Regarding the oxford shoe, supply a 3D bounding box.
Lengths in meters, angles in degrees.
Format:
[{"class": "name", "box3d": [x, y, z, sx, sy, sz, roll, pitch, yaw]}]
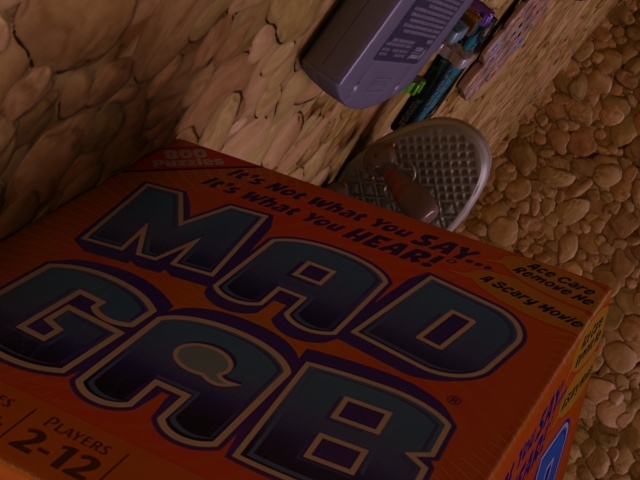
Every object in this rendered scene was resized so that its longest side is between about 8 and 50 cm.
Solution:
[{"class": "oxford shoe", "box3d": [0.094, -0.036, 1.591, 0.130, 0.169, 0.449, -38, 173, -44]}]

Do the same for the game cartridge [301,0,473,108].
[{"class": "game cartridge", "box3d": [0.079, -0.219, 1.096, 0.196, 0.060, 0.294, -57, 170, 15]}]

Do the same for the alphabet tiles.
[{"class": "alphabet tiles", "box3d": [0.332, -0.364, 1.914, 0.284, 0.021, 0.278, -52, 171, 6]}]

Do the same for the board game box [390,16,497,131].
[{"class": "board game box", "box3d": [0.181, -0.243, 1.618, 0.126, 0.026, 0.186, -38, 165, -54]}]

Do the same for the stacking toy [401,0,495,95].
[{"class": "stacking toy", "box3d": [0.169, -0.274, 1.361, 0.221, 0.052, 0.167, -36, 162, -54]}]

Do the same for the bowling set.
[{"class": "bowling set", "box3d": [0.000, 0.000, 1.441, 0.200, 0.154, 0.287, -16, 150, -43]}]

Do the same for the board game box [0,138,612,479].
[{"class": "board game box", "box3d": [-0.060, 0.196, 0.753, 0.356, 0.356, 0.356, -41, 144, -50]}]
